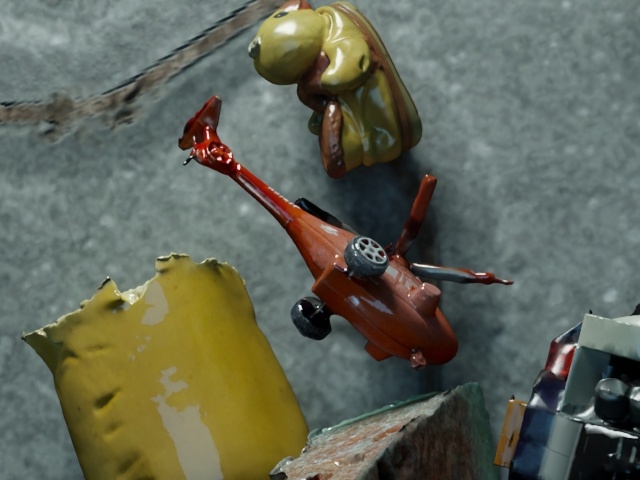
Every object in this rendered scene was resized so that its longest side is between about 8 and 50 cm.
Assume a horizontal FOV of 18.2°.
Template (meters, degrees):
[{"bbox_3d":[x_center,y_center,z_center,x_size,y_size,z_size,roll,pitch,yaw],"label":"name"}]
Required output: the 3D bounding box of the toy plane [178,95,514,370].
[{"bbox_3d":[0.005,-0.004,1.125,0.126,0.077,0.194,-27,105,28],"label":"toy plane"}]

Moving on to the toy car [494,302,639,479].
[{"bbox_3d":[0.240,0.143,1.056,0.301,0.118,0.193,15,89,16],"label":"toy car"}]

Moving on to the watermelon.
[{"bbox_3d":[0.024,0.161,1.043,0.094,0.241,0.154,-20,80,21],"label":"watermelon"}]

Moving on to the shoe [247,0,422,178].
[{"bbox_3d":[0.009,-0.090,1.158,0.069,0.072,0.109,-33,101,-21],"label":"shoe"}]

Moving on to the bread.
[{"bbox_3d":[-0.082,0.104,1.152,0.134,0.085,0.173,-27,78,10],"label":"bread"}]
